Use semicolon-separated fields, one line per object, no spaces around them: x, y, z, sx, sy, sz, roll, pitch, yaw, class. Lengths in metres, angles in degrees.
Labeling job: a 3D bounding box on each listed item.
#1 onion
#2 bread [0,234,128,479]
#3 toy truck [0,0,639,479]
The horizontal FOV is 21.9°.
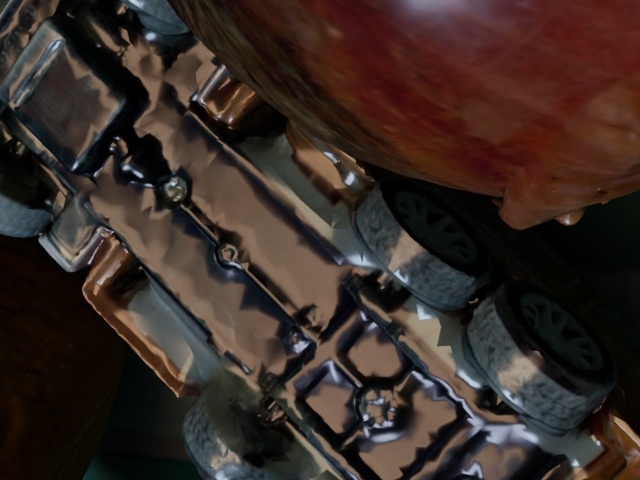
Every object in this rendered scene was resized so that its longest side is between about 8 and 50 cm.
0.062;-0.180;0.495;0.353;0.353;0.354;12;109;36;onion
-0.224;0.074;0.809;0.227;0.253;0.142;33;116;9;bread
0.000;0.000;0.661;0.305;0.162;0.136;45;114;11;toy truck
